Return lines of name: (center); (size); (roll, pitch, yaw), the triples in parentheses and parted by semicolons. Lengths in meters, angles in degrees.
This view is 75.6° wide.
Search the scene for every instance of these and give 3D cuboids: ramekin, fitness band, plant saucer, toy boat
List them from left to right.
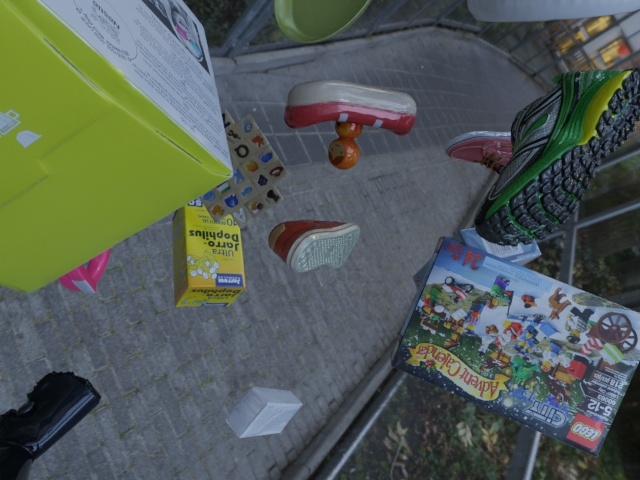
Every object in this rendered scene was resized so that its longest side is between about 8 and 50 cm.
fitness band: (-0.508, -0.010, 0.876); (0.054, 0.291, 0.209); (1, 59, -12)
plant saucer: (0.017, -0.474, 0.763); (0.037, 0.241, 0.241); (12, 59, -56)
toy boat: (0.048, -0.203, 0.744); (0.231, 0.151, 0.151); (6, 19, -13)
ramekin: (0.329, -0.381, 0.565); (0.273, 0.272, 0.127); (-48, 140, -48)

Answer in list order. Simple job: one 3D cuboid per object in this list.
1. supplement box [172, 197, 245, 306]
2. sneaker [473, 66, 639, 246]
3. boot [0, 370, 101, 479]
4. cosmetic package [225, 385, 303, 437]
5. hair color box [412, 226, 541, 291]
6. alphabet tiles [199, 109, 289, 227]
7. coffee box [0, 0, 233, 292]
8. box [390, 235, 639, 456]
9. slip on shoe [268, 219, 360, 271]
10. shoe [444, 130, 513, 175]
supplement box: (-0.401, 0.036, 1.456); (0.194, 0.195, 0.357); (4, 61, -30)
sneaker: (0.358, -0.133, 0.664); (0.343, 0.146, 0.134); (-48, 129, -8)
boot: (-0.428, 0.296, 0.617); (0.207, 0.246, 0.094); (-45, 119, -41)
cosmetic package: (-0.130, 0.419, 1.015); (0.060, 0.099, 0.239); (39, -6, 27)
hair color box: (0.417, 0.076, 1.171); (0.185, 0.374, 0.114); (-11, 68, -12)
alphabet tiles: (-0.278, -0.226, 1.310); (0.343, 0.285, 0.011); (57, 7, 1)
coffee box: (-0.351, -0.193, 0.453); (0.338, 0.337, 0.334); (44, 23, -54)
box: (0.216, 0.112, 0.463); (0.233, 0.159, 0.044); (22, 1, 7)
slip on shoe: (0.000, 0.000, 0.931); (0.101, 0.123, 0.331); (33, 17, 23)
shoe: (0.336, -0.163, 0.802); (0.063, 0.178, 0.081); (79, 9, -62)
